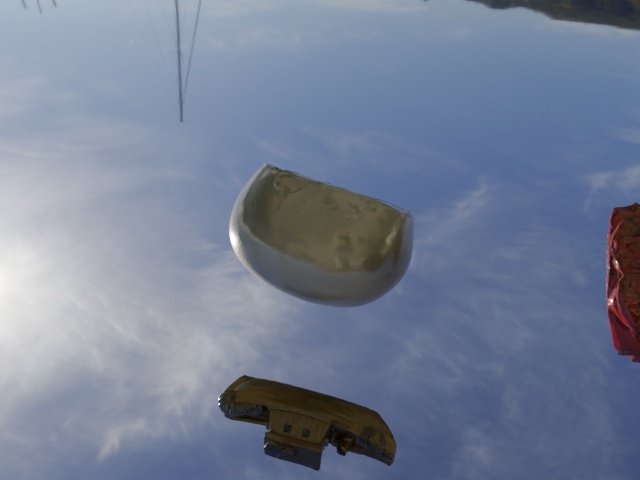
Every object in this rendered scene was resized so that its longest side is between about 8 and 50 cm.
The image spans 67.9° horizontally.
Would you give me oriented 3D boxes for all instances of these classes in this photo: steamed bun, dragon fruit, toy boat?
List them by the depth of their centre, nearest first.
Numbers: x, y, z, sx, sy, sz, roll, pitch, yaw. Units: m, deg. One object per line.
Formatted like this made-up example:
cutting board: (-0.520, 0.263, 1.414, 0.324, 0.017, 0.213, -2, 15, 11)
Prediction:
toy boat: (-0.027, 0.328, 0.833, 0.321, 0.089, 0.121, 13, -140, 12)
steamed bun: (0.000, 0.000, 0.839, 0.325, 0.206, 0.324, 19, -173, -2)
dragon fruit: (0.627, 0.089, 0.842, 0.205, 0.316, 0.152, -5, -175, 42)
